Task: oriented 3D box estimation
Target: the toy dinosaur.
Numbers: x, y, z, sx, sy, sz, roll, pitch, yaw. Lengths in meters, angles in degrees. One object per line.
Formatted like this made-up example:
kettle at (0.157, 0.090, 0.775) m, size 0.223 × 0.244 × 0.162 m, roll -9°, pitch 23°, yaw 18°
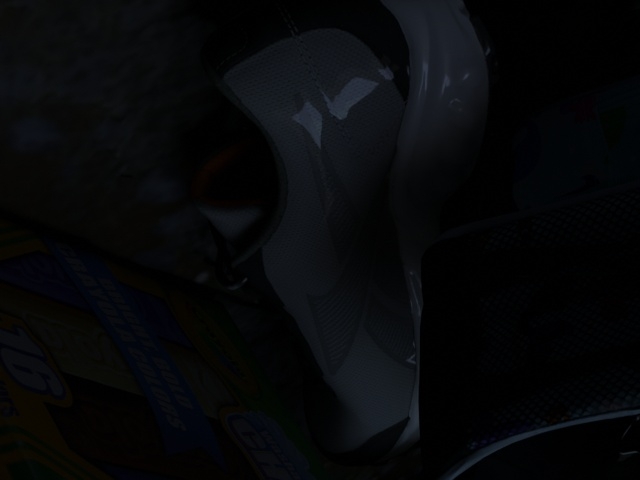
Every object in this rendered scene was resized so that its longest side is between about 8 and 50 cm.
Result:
toy dinosaur at (0.113, -0.120, 0.593) m, size 0.112 × 0.064 × 0.212 m, roll -6°, pitch 119°, yaw -29°

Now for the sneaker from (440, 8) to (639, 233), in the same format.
sneaker at (0.122, -0.011, 0.726) m, size 0.121 × 0.099 × 0.262 m, roll -3°, pitch 144°, yaw -52°

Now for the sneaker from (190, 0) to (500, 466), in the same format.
sneaker at (0.000, 0.000, 0.621) m, size 0.108 × 0.100 × 0.272 m, roll -15°, pitch 138°, yaw -14°

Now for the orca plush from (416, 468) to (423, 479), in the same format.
orca plush at (0.084, 0.174, 0.722) m, size 0.151 × 0.102 × 0.287 m, roll -13°, pitch 111°, yaw -11°

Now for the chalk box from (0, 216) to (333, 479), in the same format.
chalk box at (-0.101, 0.125, 0.595) m, size 0.180 × 0.179 × 0.289 m, roll -43°, pitch 148°, yaw 13°

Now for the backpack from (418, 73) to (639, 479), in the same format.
backpack at (0.186, 0.040, 0.519) m, size 0.253 × 0.191 × 0.225 m, roll -13°, pitch 146°, yaw 36°
